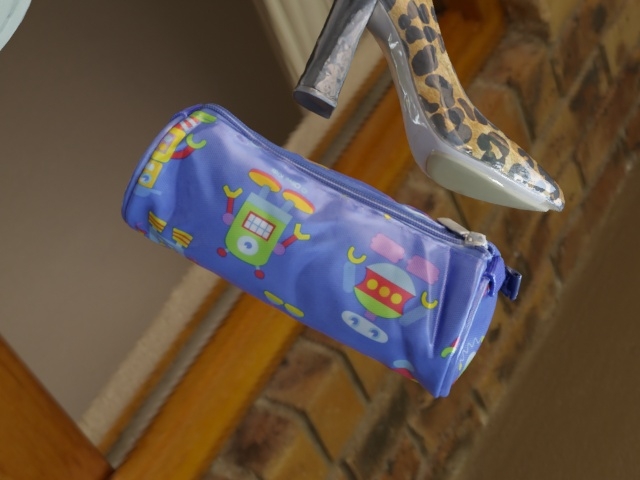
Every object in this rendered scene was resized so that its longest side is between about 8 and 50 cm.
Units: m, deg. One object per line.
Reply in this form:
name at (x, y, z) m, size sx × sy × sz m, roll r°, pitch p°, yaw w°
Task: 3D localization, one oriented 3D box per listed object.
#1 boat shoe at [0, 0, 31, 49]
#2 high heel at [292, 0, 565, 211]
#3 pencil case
boat shoe at (-0.170, -0.040, 0.289) m, size 0.068 × 0.081 × 0.227 m, roll 37°, pitch -130°, yaw 26°
high heel at (0.123, -0.146, 1.107) m, size 0.186 × 0.261 × 0.093 m, roll -66°, pitch -167°, yaw -16°
pencil case at (0.000, 0.000, 1.004) m, size 0.306 × 0.133 × 0.119 m, roll 28°, pitch -157°, yaw 9°
